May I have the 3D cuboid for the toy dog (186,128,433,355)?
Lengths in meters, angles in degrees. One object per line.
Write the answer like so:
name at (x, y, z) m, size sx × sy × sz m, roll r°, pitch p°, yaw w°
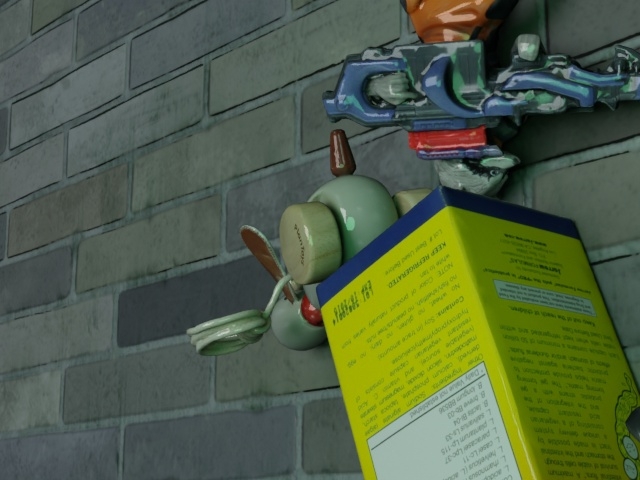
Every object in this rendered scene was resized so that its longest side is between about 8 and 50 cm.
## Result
toy dog at (0.000, 0.000, 1.368) m, size 0.334 × 0.220 × 0.161 m, roll -33°, pitch 62°, yaw 45°

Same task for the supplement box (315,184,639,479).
supplement box at (0.160, 0.161, 1.153) m, size 0.194 × 0.195 × 0.356 m, roll -40°, pitch 52°, yaw 38°

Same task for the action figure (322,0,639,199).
action figure at (0.191, -0.198, 1.283) m, size 0.341 × 0.178 × 0.330 m, roll 8°, pitch 93°, yaw 21°

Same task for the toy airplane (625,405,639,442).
toy airplane at (0.384, 0.203, 0.816) m, size 0.386 × 0.272 × 0.384 m, roll -40°, pitch 19°, yaw 54°
